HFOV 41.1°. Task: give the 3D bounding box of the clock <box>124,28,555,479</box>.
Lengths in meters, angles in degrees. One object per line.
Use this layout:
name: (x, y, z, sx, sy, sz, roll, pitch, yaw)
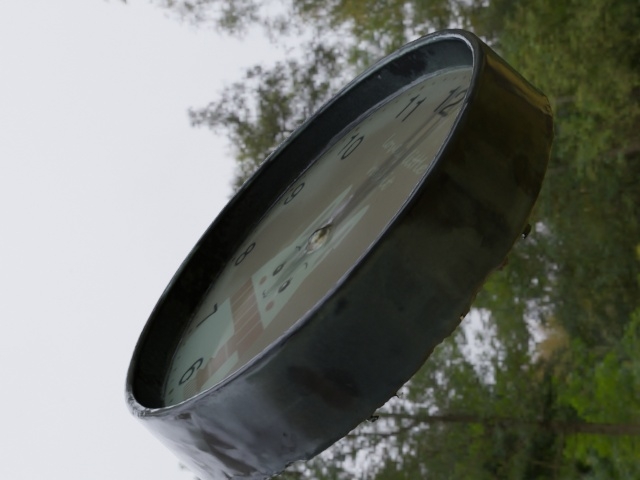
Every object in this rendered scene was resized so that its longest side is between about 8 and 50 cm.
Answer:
clock: (0.000, 0.000, 0.645, 0.076, 0.386, 0.386, 42, -138, -18)
